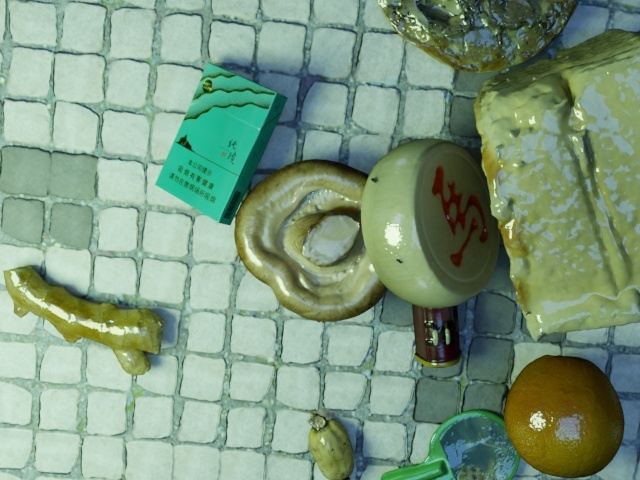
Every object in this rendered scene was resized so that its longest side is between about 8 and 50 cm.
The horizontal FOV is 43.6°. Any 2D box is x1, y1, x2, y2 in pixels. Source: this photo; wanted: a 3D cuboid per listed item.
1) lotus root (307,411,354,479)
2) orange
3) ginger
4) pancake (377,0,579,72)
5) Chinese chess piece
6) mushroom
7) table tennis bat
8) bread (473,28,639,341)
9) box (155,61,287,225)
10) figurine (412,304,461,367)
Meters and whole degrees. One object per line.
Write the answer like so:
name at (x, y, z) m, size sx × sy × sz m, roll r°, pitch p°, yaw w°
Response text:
lotus root at (0.018, 0.363, 1.402) m, size 0.072 × 0.063 × 0.152 m, roll -23°, pitch 101°, yaw 13°
orange at (0.403, 0.290, 1.331) m, size 0.206 × 0.206 × 0.206 m, roll 0°, pitch 98°, yaw 0°
ginger at (-0.407, 0.123, 1.370) m, size 0.299 × 0.065 × 0.118 m, roll 27°, pitch 93°, yaw -1°
pancake at (0.253, -0.473, 1.286) m, size 0.382 × 0.071 × 0.382 m, roll 0°, pitch 98°, yaw 0°
Chinese chess piece at (0.177, -0.026, 1.256) m, size 0.102 × 0.273 × 0.273 m, roll -10°, pitch 100°, yaw 43°
mushroom at (0.000, 0.000, 1.307) m, size 0.278 × 0.146 × 0.278 m, roll 0°, pitch 89°, yaw -2°
table tennis bat at (0.230, 0.395, 1.421) m, size 0.257 × 0.039 × 0.160 m, roll -19°, pitch 95°, yaw 0°
bread at (0.400, -0.093, 1.175) m, size 0.279 × 0.390 × 0.371 m, roll -16°, pitch 104°, yaw 19°
box at (-0.165, -0.160, 1.305) m, size 0.161 × 0.042 × 0.226 m, roll 30°, pitch 99°, yaw 30°
figurine at (0.198, 0.140, 1.356) m, size 0.082 × 0.098 × 0.154 m, roll -4°, pitch 100°, yaw 4°
